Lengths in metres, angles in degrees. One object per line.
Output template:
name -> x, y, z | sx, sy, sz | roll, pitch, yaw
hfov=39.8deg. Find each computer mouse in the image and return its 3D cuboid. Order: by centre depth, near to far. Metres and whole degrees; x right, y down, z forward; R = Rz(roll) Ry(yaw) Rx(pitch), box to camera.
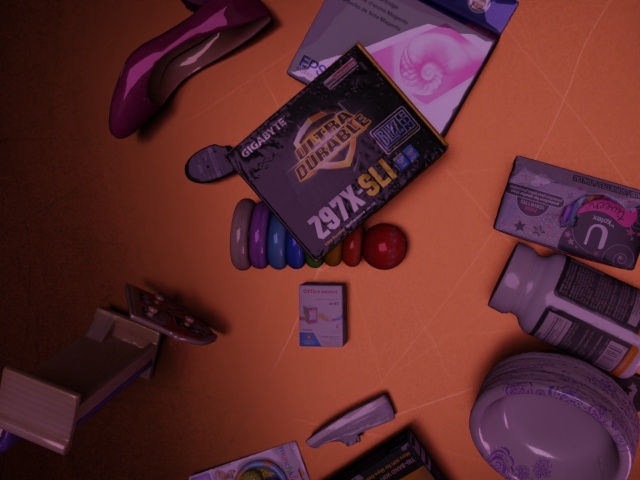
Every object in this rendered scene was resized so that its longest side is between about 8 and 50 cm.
computer mouse -> -0.155, -0.172, 1.756 | 0.242, 0.041, 0.071 | -17, 98, 4

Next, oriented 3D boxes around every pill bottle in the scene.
pill bottle -> 0.455, 0.120, 1.587 | 0.278, 0.162, 0.162 | 26, 97, 9

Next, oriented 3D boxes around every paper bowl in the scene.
paper bowl -> 0.420, 0.316, 1.574 | 0.284, 0.148, 0.284 | 16, 130, 19

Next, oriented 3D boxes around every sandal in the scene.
sandal -> 0.503, 0.264, 1.636 | 0.219, 0.060, 0.090 | 22, 97, 9

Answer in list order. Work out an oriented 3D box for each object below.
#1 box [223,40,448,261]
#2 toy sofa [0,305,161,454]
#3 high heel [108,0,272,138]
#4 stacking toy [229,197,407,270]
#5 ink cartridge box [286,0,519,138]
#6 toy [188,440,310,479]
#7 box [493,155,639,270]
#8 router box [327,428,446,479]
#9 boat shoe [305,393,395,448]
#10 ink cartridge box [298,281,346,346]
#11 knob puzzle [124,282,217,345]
box -> 0.029, -0.157, 1.604 | 0.322, 0.079, 0.257 | -40, 88, -1
toy sofa -> -0.449, 0.275, 1.663 | 0.150, 0.362, 0.177 | 19, 107, 9
high heel -> -0.259, -0.334, 1.712 | 0.181, 0.127, 0.377 | 32, 95, 18
stacking toy -> 0.000, 0.000, 1.687 | 0.330, 0.141, 0.141 | 5, 94, 7
ink cartridge box -> 0.152, -0.382, 1.669 | 0.324, 0.071, 0.330 | 30, 99, 8
toy -> -0.140, 0.508, 1.771 | 0.237, 0.056, 0.137 | -20, 90, 11
box -> 0.446, -0.047, 1.579 | 0.247, 0.163, 0.142 | 17, 94, 10
router box -> 0.113, 0.549, 1.699 | 0.309, 0.081, 0.243 | -36, 93, 10
boat shoe -> 0.060, 0.368, 1.728 | 0.184, 0.066, 0.063 | -30, 86, 1
ink cartridge box -> 0.004, 0.144, 1.729 | 0.088, 0.052, 0.122 | 0, 91, 11
knob puzzle -> -0.283, 0.146, 1.723 | 0.213, 0.213, 0.030 | 31, 98, 8
